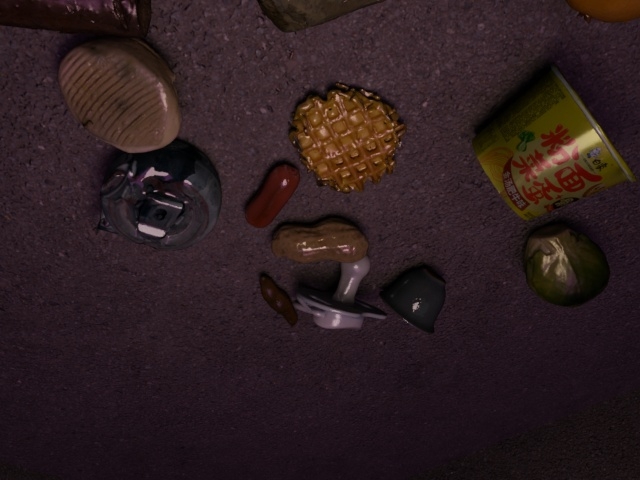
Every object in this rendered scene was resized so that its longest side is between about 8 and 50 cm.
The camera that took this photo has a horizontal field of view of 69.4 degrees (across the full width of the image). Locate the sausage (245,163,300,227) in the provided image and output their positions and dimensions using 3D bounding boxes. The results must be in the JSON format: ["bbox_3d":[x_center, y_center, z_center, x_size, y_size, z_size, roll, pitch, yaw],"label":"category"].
[{"bbox_3d":[-0.119,-0.105,1.126,0.077,0.077,0.194,24,122,-27],"label":"sausage"}]

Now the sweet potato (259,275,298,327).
[{"bbox_3d":[-0.121,0.189,1.394,0.067,0.067,0.273,-20,133,8],"label":"sweet potato"}]

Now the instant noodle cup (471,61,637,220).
[{"bbox_3d":[0.498,-0.195,1.020,0.312,0.311,0.222,32,129,-32],"label":"instant noodle cup"}]

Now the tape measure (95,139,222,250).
[{"bbox_3d":[-0.358,-0.089,1.050,0.257,0.147,0.275,17,128,-24],"label":"tape measure"}]

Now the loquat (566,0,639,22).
[{"bbox_3d":[0.533,-0.490,0.812,0.208,0.208,0.207,-5,132,-5],"label":"loquat"}]

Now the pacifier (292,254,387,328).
[{"bbox_3d":[0.066,0.132,1.315,0.300,0.244,0.232,16,98,-50],"label":"pacifier"}]

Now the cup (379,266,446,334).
[{"bbox_3d":[0.297,0.158,1.378,0.199,0.199,0.149,27,103,-29],"label":"cup"}]

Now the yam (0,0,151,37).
[{"bbox_3d":[-0.435,-0.412,0.766,0.280,0.131,0.131,1,131,-12],"label":"yam"}]

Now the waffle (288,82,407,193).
[{"bbox_3d":[0.060,-0.217,1.062,0.281,0.060,0.262,10,129,-18],"label":"waffle"}]

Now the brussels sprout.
[{"bbox_3d":[0.698,0.069,1.338,0.220,0.210,0.271,-32,114,12],"label":"brussels sprout"}]

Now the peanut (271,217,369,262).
[{"bbox_3d":[0.000,0.000,1.216,0.257,0.123,0.123,3,131,-3],"label":"peanut"}]

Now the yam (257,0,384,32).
[{"bbox_3d":[0.022,-0.466,0.747,0.301,0.195,0.195,-16,132,4],"label":"yam"}]

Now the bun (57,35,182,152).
[{"bbox_3d":[-0.371,-0.285,0.894,0.237,0.116,0.210,37,121,-17],"label":"bun"}]
